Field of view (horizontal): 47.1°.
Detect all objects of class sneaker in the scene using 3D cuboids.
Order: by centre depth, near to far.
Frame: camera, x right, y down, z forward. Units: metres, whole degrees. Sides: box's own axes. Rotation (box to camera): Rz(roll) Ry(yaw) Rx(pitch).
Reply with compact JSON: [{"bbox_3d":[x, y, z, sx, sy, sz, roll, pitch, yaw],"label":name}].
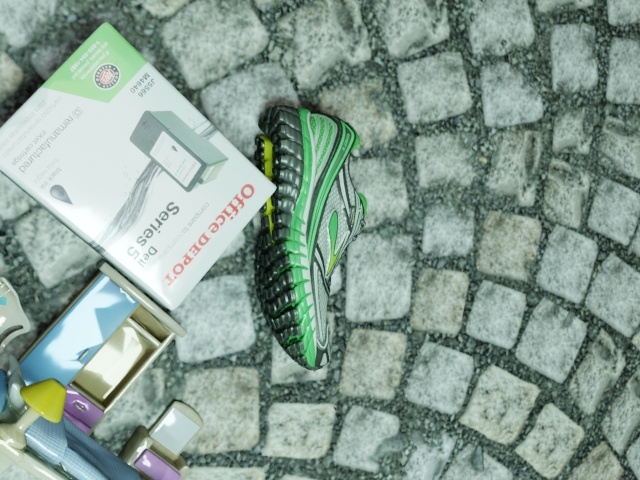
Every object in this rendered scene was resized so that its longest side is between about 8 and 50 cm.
[{"bbox_3d":[0.000,0.000,0.954,0.146,0.134,0.344,0,94,-23],"label":"sneaker"}]

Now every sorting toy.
[{"bbox_3d":[-0.381,0.092,0.853,0.083,0.045,0.075,-40,115,-16],"label":"sorting toy"}]

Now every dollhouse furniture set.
[{"bbox_3d":[-0.200,0.184,0.793,0.286,0.303,0.198,44,78,-20],"label":"dollhouse furniture set"}]

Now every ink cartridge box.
[{"bbox_3d":[-0.219,-0.080,0.864,0.273,0.114,0.198,43,77,-19],"label":"ink cartridge box"}]
